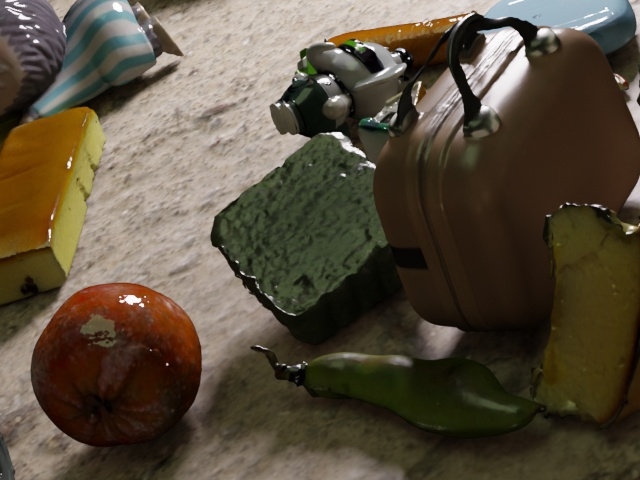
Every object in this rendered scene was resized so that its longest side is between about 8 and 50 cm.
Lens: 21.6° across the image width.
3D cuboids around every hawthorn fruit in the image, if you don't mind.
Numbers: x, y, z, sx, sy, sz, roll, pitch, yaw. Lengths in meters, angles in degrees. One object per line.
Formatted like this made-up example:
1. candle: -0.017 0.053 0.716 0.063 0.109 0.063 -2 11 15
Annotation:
1. hawthorn fruit: -0.203 0.119 1.697 0.173 0.173 0.173 -19 30 12

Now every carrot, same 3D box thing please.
1. carrot: 0.097 -0.244 2.137 0.225 0.067 0.067 -9 34 26

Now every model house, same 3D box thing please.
1. model house: 0.116 -0.121 1.905 0.101 0.087 0.100 16 51 45

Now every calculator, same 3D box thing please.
1. calculator: 0.279 -0.253 2.007 0.188 0.042 0.302 -16 22 7

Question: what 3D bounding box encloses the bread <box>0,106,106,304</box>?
1. bread: -0.369 -0.051 2.178 0.138 0.077 0.361 -19 30 14

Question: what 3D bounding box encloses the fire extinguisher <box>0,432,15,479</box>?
1. fire extinguisher: -0.500 0.299 1.687 0.376 0.113 0.200 -21 31 9

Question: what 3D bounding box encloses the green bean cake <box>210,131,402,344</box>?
1. green bean cake: 0.000 0.000 1.756 0.185 0.094 0.183 -36 52 -11

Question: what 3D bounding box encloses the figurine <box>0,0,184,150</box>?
1. figurine: -0.445 -0.335 2.388 0.361 0.377 0.266 -32 30 -9

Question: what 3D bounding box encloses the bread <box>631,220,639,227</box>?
1. bread: 0.396 -0.007 1.522 0.233 0.076 0.105 -9 45 14

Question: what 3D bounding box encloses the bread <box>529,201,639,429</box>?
1. bread: 0.247 0.057 1.449 0.169 0.160 0.140 -41 33 -23

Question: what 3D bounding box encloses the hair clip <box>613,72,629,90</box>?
1. hair clip: 0.253 -0.156 1.910 0.188 0.033 0.060 -22 27 6

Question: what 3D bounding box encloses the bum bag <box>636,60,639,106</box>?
1. bum bag: 0.422 -0.214 1.836 0.142 0.079 0.326 0 35 25

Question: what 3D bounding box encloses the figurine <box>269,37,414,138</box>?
1. figurine: 0.030 -0.189 2.053 0.192 0.126 0.147 -26 8 -24

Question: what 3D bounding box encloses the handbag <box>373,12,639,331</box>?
1. handbag: 0.173 -0.090 1.615 0.149 0.283 0.302 4 41 39

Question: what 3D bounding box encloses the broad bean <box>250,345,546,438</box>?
1. broad bean: 0.075 0.138 1.560 0.325 0.067 0.075 4 11 44
